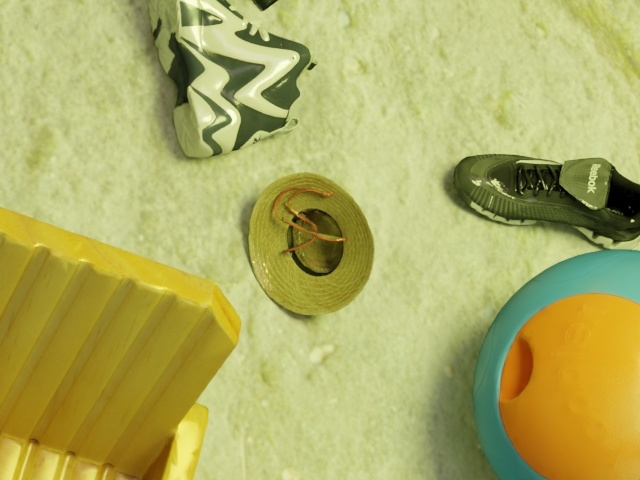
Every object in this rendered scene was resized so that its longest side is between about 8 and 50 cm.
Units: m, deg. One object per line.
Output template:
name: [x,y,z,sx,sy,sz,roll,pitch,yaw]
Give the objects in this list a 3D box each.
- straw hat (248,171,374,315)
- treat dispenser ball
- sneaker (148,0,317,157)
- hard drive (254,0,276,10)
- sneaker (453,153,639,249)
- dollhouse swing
straw hat: [0.000,0.000,1.893,0.144,0.144,0.061,57,20,6]
treat dispenser ball: [0.293,0.152,1.826,0.288,0.288,0.288,7,69,-19]
sneaker: [-0.082,-0.206,1.922,0.153,0.094,0.235,-7,74,-25]
hard drive: [-0.070,-0.322,2.008,0.094,0.022,0.135,-40,88,-28]
sneaker: [0.259,-0.056,1.991,0.234,0.106,0.078,15,66,-15]
dollhouse swing: [-0.268,0.185,1.591,0.346,0.305,0.315,21,65,-14]
